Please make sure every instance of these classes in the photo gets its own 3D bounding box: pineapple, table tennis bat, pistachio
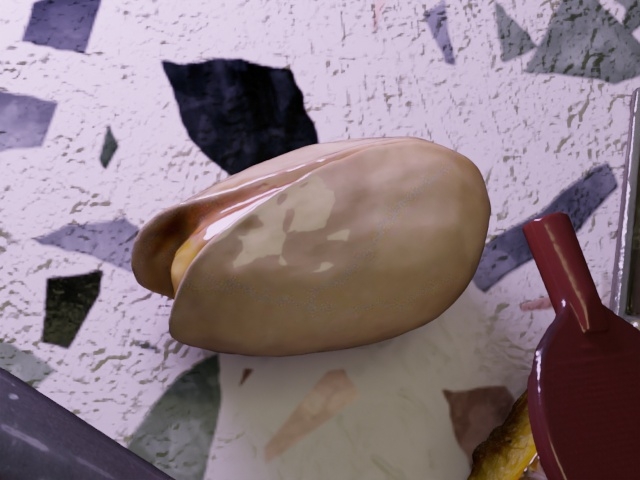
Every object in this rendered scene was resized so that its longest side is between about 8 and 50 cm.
[{"bbox_3d":[0.225,0.201,1.628,0.164,0.140,0.250,42,66,1],"label":"pineapple"},{"bbox_3d":[0.236,0.124,1.567,0.200,0.038,0.310,-3,67,-44],"label":"table tennis bat"},{"bbox_3d":[0.000,0.000,1.613,0.299,0.187,0.187,-14,76,-19],"label":"pistachio"}]

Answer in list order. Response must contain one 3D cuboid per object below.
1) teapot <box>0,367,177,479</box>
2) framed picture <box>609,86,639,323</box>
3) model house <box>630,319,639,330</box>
[{"bbox_3d":[-0.184,0.275,1.472,0.344,0.253,0.300,20,94,-10],"label":"teapot"},{"bbox_3d":[0.430,-0.002,1.793,0.324,0.020,0.240,10,71,-9],"label":"framed picture"},{"bbox_3d":[0.367,0.073,1.619,0.194,0.267,0.325,-42,87,-15],"label":"model house"}]
